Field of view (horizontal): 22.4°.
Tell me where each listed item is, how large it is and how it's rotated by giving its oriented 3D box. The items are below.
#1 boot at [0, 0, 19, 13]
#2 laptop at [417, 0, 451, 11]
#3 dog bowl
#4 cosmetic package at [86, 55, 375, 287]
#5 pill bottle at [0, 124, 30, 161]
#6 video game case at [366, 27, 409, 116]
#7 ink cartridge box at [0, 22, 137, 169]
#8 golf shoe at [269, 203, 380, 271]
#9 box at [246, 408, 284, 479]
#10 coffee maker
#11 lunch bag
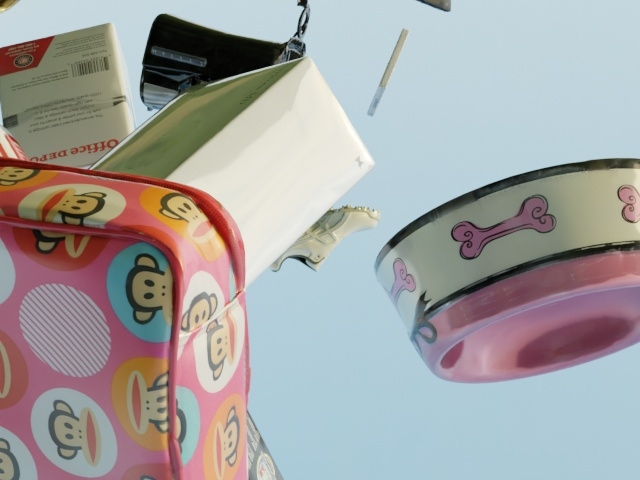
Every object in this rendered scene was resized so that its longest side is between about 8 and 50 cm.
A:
[{"bbox_3d":[-0.425,-0.272,1.664,0.262,0.095,0.203,-28,-146,-35],"label":"boot"},{"bbox_3d":[0.092,-0.415,1.792,0.136,0.264,0.234,-17,-116,48],"label":"laptop"},{"bbox_3d":[0.280,0.053,2.008,0.408,0.408,0.150,-20,-112,15],"label":"dog bowl"},{"bbox_3d":[-0.111,-0.053,1.580,0.224,0.138,0.224,-44,-157,-31],"label":"cosmetic package"},{"bbox_3d":[-0.465,-0.015,2.153,0.229,0.229,0.408,-31,-113,-8],"label":"pill bottle"},{"bbox_3d":[0.088,-0.218,2.112,0.122,0.011,0.087,113,-1,-76],"label":"video game case"},{"bbox_3d":[-0.392,-0.187,2.531,0.197,0.114,0.273,-13,-124,0],"label":"ink cartridge box"},{"bbox_3d":[0.000,0.000,2.180,0.176,0.086,0.069,-9,170,-14],"label":"golf shoe"},{"bbox_3d":[-0.167,0.213,1.609,0.216,0.270,0.060,-10,-146,22],"label":"box"},{"bbox_3d":[-0.117,-0.223,1.994,0.178,0.120,0.171,17,-108,16],"label":"coffee maker"},{"bbox_3d":[-0.179,0.097,1.047,0.258,0.293,0.120,8,-156,18],"label":"lunch bag"}]
